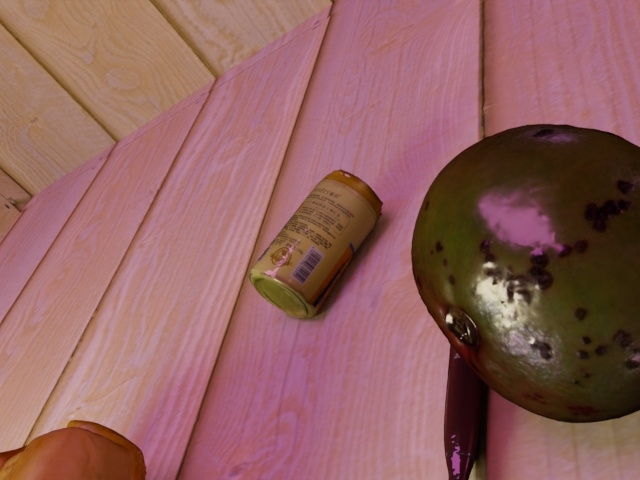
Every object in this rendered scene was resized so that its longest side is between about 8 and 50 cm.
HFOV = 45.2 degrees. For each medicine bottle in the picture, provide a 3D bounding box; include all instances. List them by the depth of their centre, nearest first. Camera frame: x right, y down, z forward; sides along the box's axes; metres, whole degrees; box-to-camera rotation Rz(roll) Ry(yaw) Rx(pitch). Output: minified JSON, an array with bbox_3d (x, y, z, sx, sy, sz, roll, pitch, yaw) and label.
[{"bbox_3d":[0.000,0.000,1.203,0.124,0.124,0.238,2,49,54],"label":"medicine bottle"}]

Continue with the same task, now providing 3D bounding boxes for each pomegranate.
[{"bbox_3d":[0.253,0.008,0.709,0.324,0.290,0.290,-29,28,4],"label":"pomegranate"}]

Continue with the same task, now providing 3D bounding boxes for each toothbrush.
[{"bbox_3d":[0.153,0.183,0.821,0.041,0.041,0.363,-24,32,31],"label":"toothbrush"}]

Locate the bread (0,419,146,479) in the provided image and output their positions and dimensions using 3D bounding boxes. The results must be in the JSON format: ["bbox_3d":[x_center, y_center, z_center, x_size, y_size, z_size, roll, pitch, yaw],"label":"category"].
[{"bbox_3d":[-0.366,0.409,0.945,0.361,0.250,0.394,-23,28,27],"label":"bread"}]
